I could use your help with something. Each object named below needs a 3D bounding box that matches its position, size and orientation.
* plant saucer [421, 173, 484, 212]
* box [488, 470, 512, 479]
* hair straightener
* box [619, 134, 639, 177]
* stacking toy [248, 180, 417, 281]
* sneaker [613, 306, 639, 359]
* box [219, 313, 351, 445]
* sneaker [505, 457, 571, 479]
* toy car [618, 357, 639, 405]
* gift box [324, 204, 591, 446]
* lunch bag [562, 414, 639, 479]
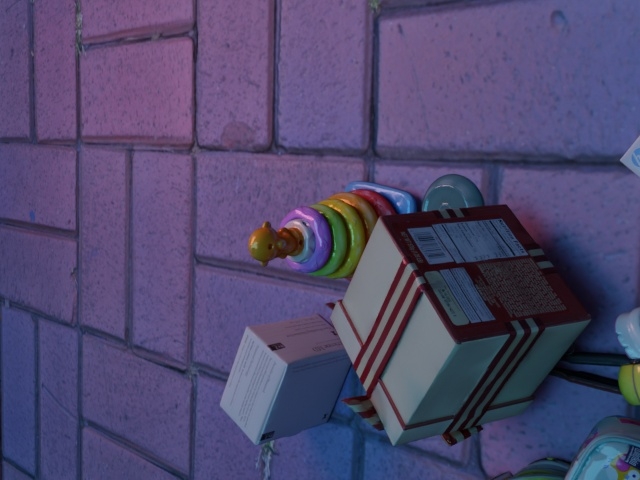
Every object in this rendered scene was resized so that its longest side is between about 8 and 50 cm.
[{"bbox_3d":[0.202,-0.045,1.243,0.119,0.021,0.119,4,96,44],"label":"plant saucer"},{"bbox_3d":[0.268,0.465,1.165,0.114,0.103,0.203,-48,62,36],"label":"box"},{"bbox_3d":[0.342,0.152,1.115,0.230,0.047,0.088,9,99,48],"label":"hair straightener"},{"bbox_3d":[0.483,-0.096,0.953,0.186,0.038,0.145,51,125,30],"label":"box"},{"bbox_3d":[0.000,0.000,1.249,0.166,0.302,0.175,16,105,43],"label":"stacking toy"},{"bbox_3d":[0.470,0.166,0.943,0.111,0.103,0.252,-51,60,36],"label":"sneaker"},{"bbox_3d":[-0.058,0.245,1.410,0.119,0.181,0.181,38,118,35],"label":"box"},{"bbox_3d":[0.398,0.402,1.003,0.385,0.147,0.145,8,97,42],"label":"sneaker"},{"bbox_3d":[0.451,0.162,0.850,0.225,0.053,0.239,56,130,33],"label":"toy car"},{"bbox_3d":[0.155,0.115,1.088,0.258,0.277,0.255,109,149,-42],"label":"gift box"},{"bbox_3d":[0.365,0.353,0.887,0.224,0.108,0.279,27,102,21],"label":"lunch bag"}]
